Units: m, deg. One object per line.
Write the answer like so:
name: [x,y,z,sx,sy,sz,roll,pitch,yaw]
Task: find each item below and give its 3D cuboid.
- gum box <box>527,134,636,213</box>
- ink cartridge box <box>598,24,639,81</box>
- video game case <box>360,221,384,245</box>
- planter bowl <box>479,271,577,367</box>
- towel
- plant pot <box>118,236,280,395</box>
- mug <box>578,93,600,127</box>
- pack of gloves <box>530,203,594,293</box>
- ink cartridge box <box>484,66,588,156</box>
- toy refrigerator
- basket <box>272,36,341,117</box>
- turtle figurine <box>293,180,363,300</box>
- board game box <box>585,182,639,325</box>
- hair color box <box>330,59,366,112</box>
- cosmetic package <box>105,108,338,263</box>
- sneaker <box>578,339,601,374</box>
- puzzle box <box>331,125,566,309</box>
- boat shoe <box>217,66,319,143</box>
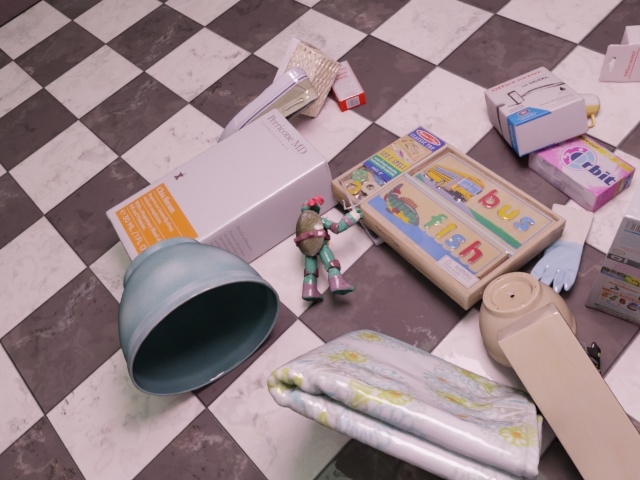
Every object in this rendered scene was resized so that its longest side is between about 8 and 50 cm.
gum box: [0.542,-0.158,1.153,0.107,0.062,0.188,-34,56,-10]
ink cartridge box: [0.752,-0.428,1.247,0.198,0.115,0.067,2,59,14]
video game case: [0.166,-0.095,1.230,0.190,0.022,0.173,-27,55,-6]
planter bowl: [0.346,0.126,0.950,0.162,0.109,0.162,-25,29,15]
towel: [0.151,0.240,0.842,0.374,0.320,0.090,16,94,23]
plant pot: [-0.251,0.117,1.022,0.293,0.293,0.196,-36,58,-10]
mug: [0.599,-0.300,1.245,0.064,0.078,0.062,-7,23,-1]
pack of gloves: [0.419,0.012,1.096,0.195,0.046,0.232,17,54,25]
ink cartridge box: [0.465,-0.286,1.196,0.148,0.086,0.203,-21,35,9]
toy refrigerator: [0.389,0.239,0.835,0.102,0.094,0.270,-34,83,17]
basket: [-0.039,-0.410,1.391,0.103,0.113,0.167,35,110,26]
turtle figurine: [0.000,0.000,1.126,0.175,0.118,0.234,-26,64,51]
board game box: [0.576,0.048,0.863,0.224,0.303,0.097,24,66,26]
hair color box: [0.063,-0.411,1.449,0.072,0.043,0.141,-20,56,0]
cosmetic package: [-0.213,-0.073,1.225,0.453,0.161,0.230,-34,56,-10]
sneaker: [0.451,0.215,0.929,0.078,0.067,0.188,-25,52,4]
puzzle box: [0.250,-0.070,1.128,0.272,0.052,0.409,-33,53,-19]
boat shoe: [-0.135,-0.295,1.340,0.302,0.109,0.094,-37,88,28]
